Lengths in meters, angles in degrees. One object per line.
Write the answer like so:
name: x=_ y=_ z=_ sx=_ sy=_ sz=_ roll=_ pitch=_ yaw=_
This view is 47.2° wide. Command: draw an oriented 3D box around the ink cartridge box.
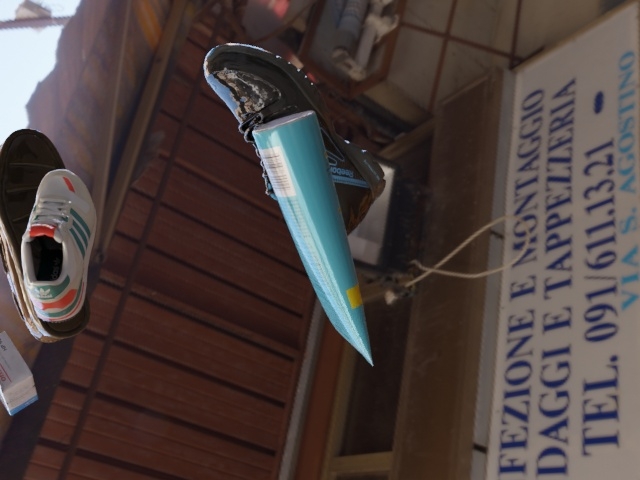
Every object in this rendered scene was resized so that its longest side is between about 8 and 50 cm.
ink cartridge box: x=-0.266 y=0.111 z=0.621 sx=0.028 sy=0.083 sz=0.048 roll=-31 pitch=-106 yaw=-29

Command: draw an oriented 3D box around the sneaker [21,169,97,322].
sneaker: x=-0.246 y=-0.009 z=0.686 sx=0.057 sy=0.075 sz=0.161 roll=-1 pitch=-118 yaw=-8

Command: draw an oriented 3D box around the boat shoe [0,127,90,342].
boat shoe: x=-0.421 y=-0.003 z=1.059 sx=0.111 sy=0.104 sz=0.307 roll=-6 pitch=-96 yaw=-41

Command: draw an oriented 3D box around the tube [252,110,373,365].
tube: x=0.000 y=0.000 z=0.601 sx=0.052 sy=0.080 sz=0.207 roll=-19 pitch=-73 yaw=-7

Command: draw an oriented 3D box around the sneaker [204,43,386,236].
sneaker: x=-0.045 y=-0.142 z=1.072 sx=0.341 sy=0.125 sz=0.139 roll=42 pitch=-121 yaw=-19
